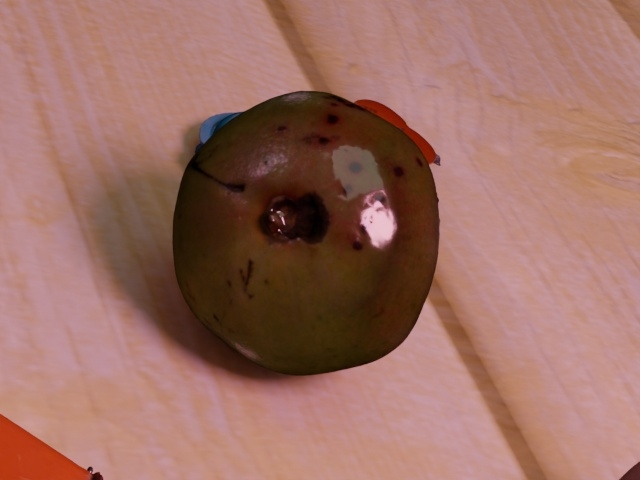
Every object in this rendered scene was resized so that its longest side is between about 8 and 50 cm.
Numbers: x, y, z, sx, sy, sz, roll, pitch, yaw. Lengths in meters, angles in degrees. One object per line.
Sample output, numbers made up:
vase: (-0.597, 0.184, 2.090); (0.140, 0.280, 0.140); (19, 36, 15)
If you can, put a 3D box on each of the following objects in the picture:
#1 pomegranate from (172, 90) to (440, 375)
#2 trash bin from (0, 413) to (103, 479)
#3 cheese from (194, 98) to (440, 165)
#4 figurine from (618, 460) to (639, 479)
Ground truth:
pomegranate: (-0.006, 0.010, 1.074); (0.179, 0.210, 0.179); (-4, 54, 6)
trash bin: (-0.231, 0.110, 0.748); (0.238, 0.161, 0.184); (29, 31, -16)
cheese: (-0.001, -0.072, 1.290); (0.106, 0.037, 0.256); (47, 34, 23)
figurine: (0.212, 0.212, 0.931); (0.186, 0.176, 0.287); (54, 18, 18)
